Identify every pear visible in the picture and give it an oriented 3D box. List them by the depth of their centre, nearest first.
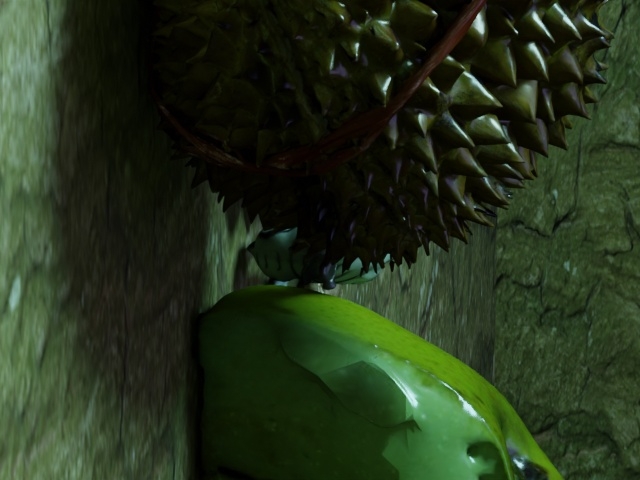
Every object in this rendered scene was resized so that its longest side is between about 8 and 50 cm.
[{"bbox_3d":[0.059,0.209,1.440,0.238,0.318,0.342,-35,129,-69],"label":"pear"}]

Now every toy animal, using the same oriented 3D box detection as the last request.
[{"bbox_3d":[0.002,0.005,1.460,0.176,0.217,0.073,-21,99,-40],"label":"toy animal"}]

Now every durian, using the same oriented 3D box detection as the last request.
[{"bbox_3d":[0.036,-0.154,1.191,0.384,0.348,0.347,52,42,-73],"label":"durian"}]

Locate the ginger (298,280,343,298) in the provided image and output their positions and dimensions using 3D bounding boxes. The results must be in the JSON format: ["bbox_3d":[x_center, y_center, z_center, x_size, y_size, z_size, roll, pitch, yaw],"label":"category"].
[{"bbox_3d":[0.023,0.014,1.797,0.288,0.075,0.089,-53,151,-64],"label":"ginger"}]

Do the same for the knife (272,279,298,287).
[{"bbox_3d":[-0.003,-0.035,1.743,0.343,0.027,0.061,-65,170,-55],"label":"knife"}]
